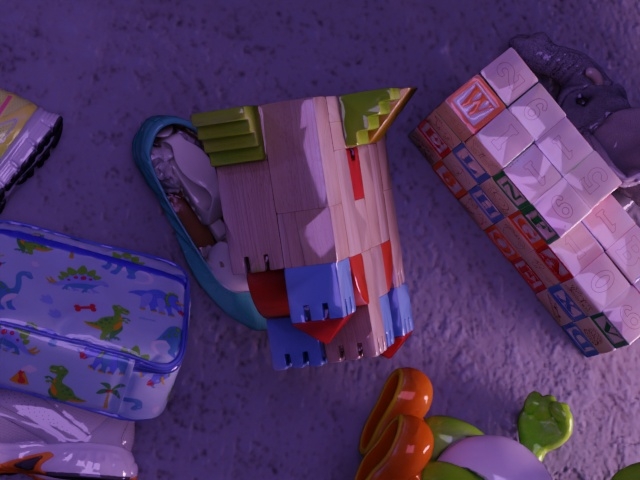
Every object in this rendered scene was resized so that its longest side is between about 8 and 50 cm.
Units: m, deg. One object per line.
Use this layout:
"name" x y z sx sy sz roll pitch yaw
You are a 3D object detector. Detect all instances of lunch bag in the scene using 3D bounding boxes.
"lunch bag" -0.233 0.069 1.823 0.219 0.090 0.176 16 34 -7

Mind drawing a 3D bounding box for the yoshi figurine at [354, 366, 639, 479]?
"yoshi figurine" 0.226 0.239 1.867 0.362 0.203 0.204 28 70 -8

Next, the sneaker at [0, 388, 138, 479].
"sneaker" -0.299 0.162 1.837 0.262 0.099 0.121 10 72 -17

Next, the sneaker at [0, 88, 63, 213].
"sneaker" -0.345 -0.062 1.871 0.094 0.081 0.208 37 70 4

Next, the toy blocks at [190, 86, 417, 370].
"toy blocks" 0.000 0.000 1.804 0.190 0.381 0.261 -8 93 14

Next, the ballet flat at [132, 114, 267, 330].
"ballet flat" -0.103 -0.017 1.897 0.083 0.087 0.247 -33 88 -14

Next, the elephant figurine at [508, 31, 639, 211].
"elephant figurine" 0.307 -0.096 1.971 0.239 0.186 0.169 3 123 0

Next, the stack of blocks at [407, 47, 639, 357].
"stack of blocks" 0.227 -0.032 1.919 0.087 0.171 0.297 -39 90 -14
